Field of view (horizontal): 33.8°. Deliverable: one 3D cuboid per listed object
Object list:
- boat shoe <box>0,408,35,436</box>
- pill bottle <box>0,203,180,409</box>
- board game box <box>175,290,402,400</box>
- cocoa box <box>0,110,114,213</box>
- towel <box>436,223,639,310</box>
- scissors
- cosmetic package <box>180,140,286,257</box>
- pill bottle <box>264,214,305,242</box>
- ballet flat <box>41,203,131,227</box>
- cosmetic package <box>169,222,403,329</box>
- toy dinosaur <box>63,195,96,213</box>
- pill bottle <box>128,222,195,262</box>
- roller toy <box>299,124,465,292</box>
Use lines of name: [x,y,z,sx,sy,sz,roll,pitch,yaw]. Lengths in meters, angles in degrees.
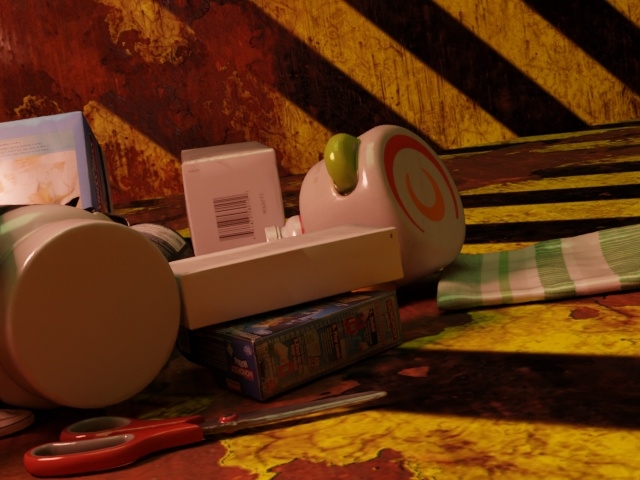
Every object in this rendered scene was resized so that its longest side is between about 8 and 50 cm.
boat shoe: [-0.318,0.166,0.979,0.100,0.035,0.035,-10,8,-6]
pill bottle: [-0.307,0.063,1.083,0.204,0.204,0.361,-15,11,-37]
board game box: [-0.025,0.095,1.075,0.194,0.060,0.194,-12,9,-29]
cocoa box: [-0.545,-0.056,1.814,0.347,0.231,0.228,-9,-17,-3]
towel: [0.306,0.026,1.274,0.325,0.038,0.248,-7,9,9]
scissors: [-0.094,0.159,0.871,0.297,0.021,0.109,-6,6,9]
cosmetic package: [-0.153,-0.061,1.784,0.155,0.197,0.365,-9,10,-5]
pill bottle: [0.000,0.000,1.581,0.160,0.087,0.087,-10,9,-4]
ballet flat: [-0.347,-0.004,1.368,0.096,0.095,0.280,-39,-11,24]
cosmetic package: [-0.043,0.034,1.082,0.239,0.060,0.099,-12,7,-25]
toy dinosaur: [-0.409,0.060,1.564,0.322,0.164,0.218,-40,12,-38]
pill bottle: [-0.229,0.048,1.351,0.130,0.130,0.245,-8,8,3]
roller toy: [0.074,-0.031,1.312,0.146,0.209,0.191,-29,-7,34]
